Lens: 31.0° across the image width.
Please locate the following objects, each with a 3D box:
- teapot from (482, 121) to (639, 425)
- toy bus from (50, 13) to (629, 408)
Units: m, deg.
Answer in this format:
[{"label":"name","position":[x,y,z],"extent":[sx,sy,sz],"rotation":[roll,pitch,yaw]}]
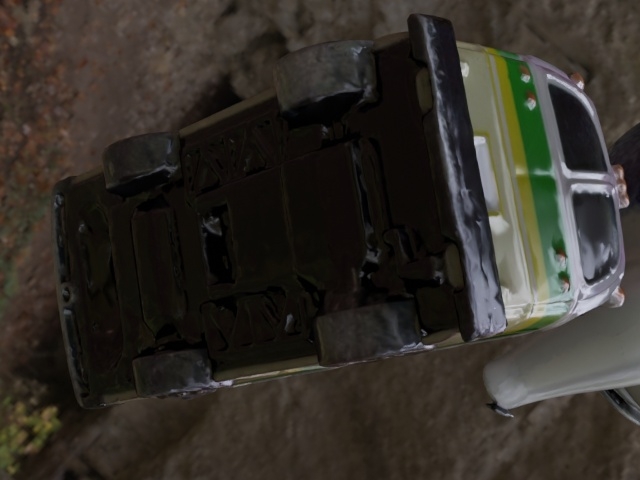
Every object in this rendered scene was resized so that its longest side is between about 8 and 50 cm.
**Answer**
[{"label":"teapot","position":[0.267,0.037,0.794],"extent":[0.424,0.252,0.280],"rotation":[-13,166,-46]},{"label":"toy bus","position":[0.000,0.000,0.622],"extent":[0.179,0.143,0.305],"rotation":[-3,170,-45]}]
